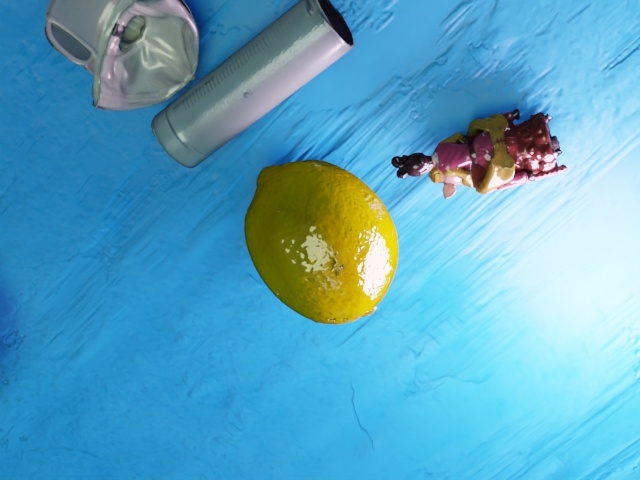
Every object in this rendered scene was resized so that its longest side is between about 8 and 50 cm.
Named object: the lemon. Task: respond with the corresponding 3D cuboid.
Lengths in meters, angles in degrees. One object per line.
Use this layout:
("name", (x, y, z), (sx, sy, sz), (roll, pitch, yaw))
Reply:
("lemon", (0.003, 0.004, 1.586), (0.263, 0.236, 0.236), (33, 115, -25))

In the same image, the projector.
("projector", (-0.107, -0.246, 1.556), (0.337, 0.108, 0.108), (-34, 105, 20))

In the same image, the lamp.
("lamp", (0.244, -0.124, 1.559), (0.253, 0.118, 0.118), (-16, 111, 13))

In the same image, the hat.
("hat", (-0.304, -0.338, 1.562), (0.219, 0.164, 0.226), (-46, 62, 23))
